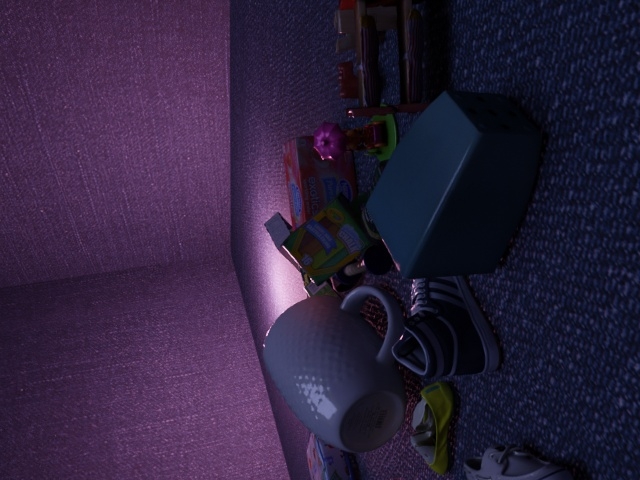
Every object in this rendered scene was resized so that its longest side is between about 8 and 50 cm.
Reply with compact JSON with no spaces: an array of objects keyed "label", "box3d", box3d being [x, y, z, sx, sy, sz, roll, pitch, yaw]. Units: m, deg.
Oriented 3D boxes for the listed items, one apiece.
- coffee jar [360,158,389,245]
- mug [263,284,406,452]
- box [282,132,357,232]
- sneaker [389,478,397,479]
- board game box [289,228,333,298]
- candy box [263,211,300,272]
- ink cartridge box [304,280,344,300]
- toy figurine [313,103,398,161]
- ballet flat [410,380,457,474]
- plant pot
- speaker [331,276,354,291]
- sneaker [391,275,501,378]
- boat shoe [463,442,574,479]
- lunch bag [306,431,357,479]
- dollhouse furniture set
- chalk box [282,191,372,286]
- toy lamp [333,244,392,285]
[{"label":"coffee jar","box3d":[0.138,-0.073,1.167,0.184,0.079,0.096,103,154,-52]},{"label":"mug","box3d":[0.067,0.281,1.326,0.374,0.276,0.328,-63,32,10]},{"label":"box","box3d":[0.005,-0.117,1.470,0.142,0.154,0.300,-174,77,-73]},{"label":"sneaker","box3d":[0.194,0.671,1.369,0.188,0.066,0.071,-118,26,-48]},{"label":"board game box","box3d":[-0.018,0.091,1.718,0.030,0.136,0.260,-29,62,27]},{"label":"candy box","box3d":[-0.092,0.015,1.861,0.165,0.070,0.196,47,-176,-31]},{"label":"ink cartridge box","box3d":[0.051,0.196,1.550,0.209,0.062,0.109,49,179,-27]},{"label":"toy figurine","box3d":[0.059,-0.219,1.219,0.173,0.159,0.130,-163,65,-73]},{"label":"ballet flat","box3d":[0.217,0.377,1.124,0.077,0.077,0.231,-127,33,-58]},{"label":"plant pot","box3d":[0.199,-0.086,0.821,0.234,0.165,0.166,109,149,-42]},{"label":"speaker","box3d":[0.049,0.075,1.585,0.055,0.055,0.136,104,153,-52]},{"label":"sneaker","box3d":[0.179,0.113,0.984,0.099,0.153,0.282,99,156,-45]},{"label":"boat shoe","box3d":[0.287,0.354,0.864,0.267,0.096,0.088,98,154,-65]},{"label":"lunch bag","box3d":[0.028,0.731,1.890,0.303,0.115,0.243,100,158,-50]},{"label":"dollhouse furniture set","box3d":[0.113,-0.345,1.071,0.374,0.152,0.201,-93,-2,-75]},{"label":"chalk box","box3d":[0.040,-0.020,1.306,0.132,0.213,0.132,49,-167,-5]},{"label":"toy lamp","box3d":[0.093,0.064,1.397,0.274,0.080,0.080,148,113,-70]}]
